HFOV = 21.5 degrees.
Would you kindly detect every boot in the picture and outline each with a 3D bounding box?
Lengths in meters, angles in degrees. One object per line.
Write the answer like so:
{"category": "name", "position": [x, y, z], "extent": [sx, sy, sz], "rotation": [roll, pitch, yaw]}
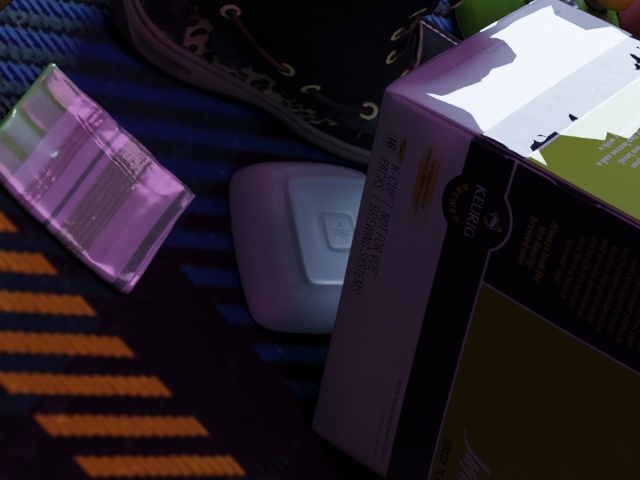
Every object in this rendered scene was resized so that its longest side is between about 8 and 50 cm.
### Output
{"category": "boot", "position": [0.061, -0.188, 1.316], "extent": [0.377, 0.284, 0.138], "rotation": [20, 60, -32]}

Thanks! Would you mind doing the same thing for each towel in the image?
{"category": "towel", "position": [-0.170, -0.047, 1.242], "extent": [0.152, 0.023, 0.113], "rotation": [44, 49, -18]}

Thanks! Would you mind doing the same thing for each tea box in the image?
{"category": "tea box", "position": [0.202, 0.054, 1.225], "extent": [0.323, 0.329, 0.220], "rotation": [32, 42, 25]}

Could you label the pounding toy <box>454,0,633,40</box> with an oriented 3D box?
{"category": "pounding toy", "position": [0.247, -0.206, 1.572], "extent": [0.237, 0.110, 0.183], "rotation": [47, 50, 1]}

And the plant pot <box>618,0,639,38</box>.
{"category": "plant pot", "position": [0.455, -0.249, 1.708], "extent": [0.275, 0.243, 0.275], "rotation": [16, 63, -35]}

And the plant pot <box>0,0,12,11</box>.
{"category": "plant pot", "position": [-0.327, -0.283, 1.014], "extent": [0.353, 0.366, 0.366], "rotation": [53, 46, -26]}

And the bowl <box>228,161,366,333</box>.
{"category": "bowl", "position": [0.000, 0.000, 1.349], "extent": [0.142, 0.053, 0.142], "rotation": [2, 71, -39]}
